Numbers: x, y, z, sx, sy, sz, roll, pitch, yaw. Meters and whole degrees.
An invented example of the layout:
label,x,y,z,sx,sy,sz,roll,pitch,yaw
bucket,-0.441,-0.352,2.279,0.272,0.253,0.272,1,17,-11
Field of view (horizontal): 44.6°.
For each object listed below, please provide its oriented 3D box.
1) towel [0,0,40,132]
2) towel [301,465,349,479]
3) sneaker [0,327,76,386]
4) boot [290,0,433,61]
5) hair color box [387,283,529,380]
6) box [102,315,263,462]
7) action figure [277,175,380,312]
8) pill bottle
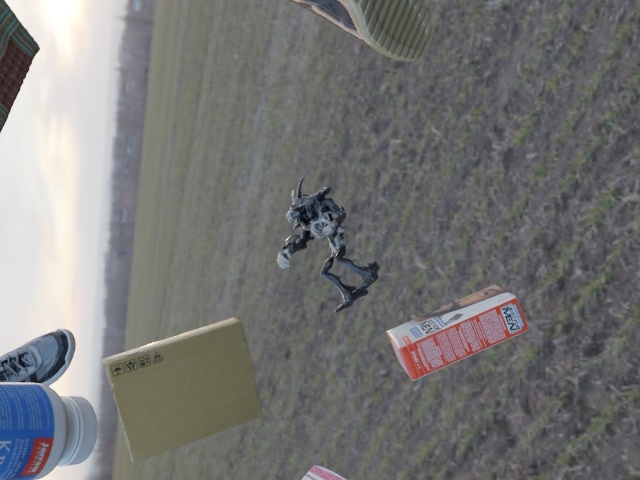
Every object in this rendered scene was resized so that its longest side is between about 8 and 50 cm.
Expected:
label,x,y,z,sx,sy,sz,roll,pitch,yaw
towel,-0.532,-0.318,1.055,0.370,0.040,0.271,58,-149,-48
towel,-0.009,0.539,1.514,0.144,0.197,0.029,19,139,36
sneaker,-0.620,0.258,1.535,0.101,0.268,0.153,58,-176,19
boot,0.008,-0.314,0.970,0.090,0.248,0.207,-59,31,2
hair color box,0.181,0.121,1.046,0.093,0.167,0.053,-130,18,-81
box,-0.192,0.214,1.119,0.021,0.201,0.164,-147,44,-63
action figure,0.000,0.000,1.585,0.275,0.141,0.164,54,132,14
pill bottle,-0.393,0.237,0.961,0.124,0.221,0.124,-8,77,37
